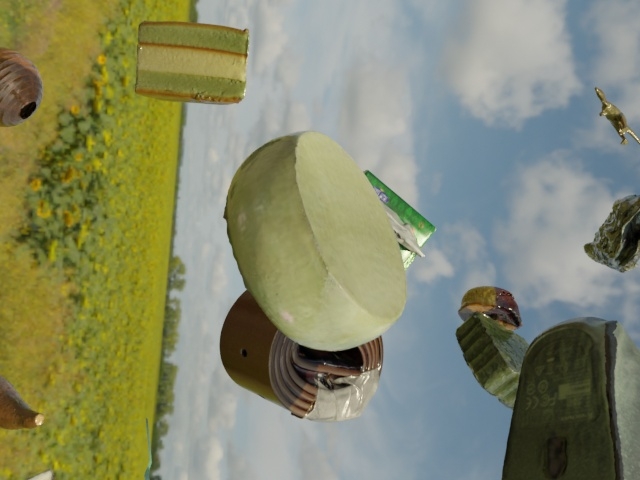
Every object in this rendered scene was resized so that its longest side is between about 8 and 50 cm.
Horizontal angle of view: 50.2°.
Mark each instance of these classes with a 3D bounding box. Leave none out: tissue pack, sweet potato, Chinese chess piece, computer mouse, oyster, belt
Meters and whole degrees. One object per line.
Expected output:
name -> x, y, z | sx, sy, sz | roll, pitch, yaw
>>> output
tissue pack -> 0.131, -0.033, 1.487 | 0.148, 0.209, 0.156 | -53, -170, -11
sweet potato -> -0.569, 0.251, 1.162 | 0.072, 0.314, 0.066 | 15, 99, -60
Chinese chess piece -> 0.000, 0.000, 0.769 | 0.101, 0.250, 0.250 | -24, -131, 23
computer mouse -> 0.307, 0.266, 0.784 | 0.203, 0.114, 0.373 | -28, -141, 53
oyster -> 0.724, -0.010, 1.632 | 0.351, 0.162, 0.158 | 95, -29, -74
belt -> -0.015, 0.186, 1.145 | 0.122, 0.339, 0.217 | 14, -101, 37

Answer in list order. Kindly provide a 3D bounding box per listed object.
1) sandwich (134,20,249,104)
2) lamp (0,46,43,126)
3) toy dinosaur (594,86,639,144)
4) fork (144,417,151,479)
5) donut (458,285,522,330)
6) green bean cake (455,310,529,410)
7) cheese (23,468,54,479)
sandwich -> -0.184, -0.272, 1.066 | 0.144, 0.187, 0.117 | -37, 133, -76
lamp -> -0.547, -0.262, 1.175 | 0.136, 0.136, 0.136 | -175, -90, -77
toy dinosaur -> 0.681, -0.275, 1.554 | 0.039, 0.162, 0.126 | -36, -127, 37
fork -> -0.406, 0.511, 1.613 | 0.039, 0.021, 0.235 | 64, -3, -36
donut -> 0.364, 0.148, 1.460 | 0.140, 0.141, 0.059 | 117, -12, -59
green bean cake -> 0.367, 0.247, 1.371 | 0.094, 0.185, 0.183 | -44, -150, 18
cheese -> -0.569, 0.639, 1.357 | 0.085, 0.034, 0.400 | -21, 122, -55
